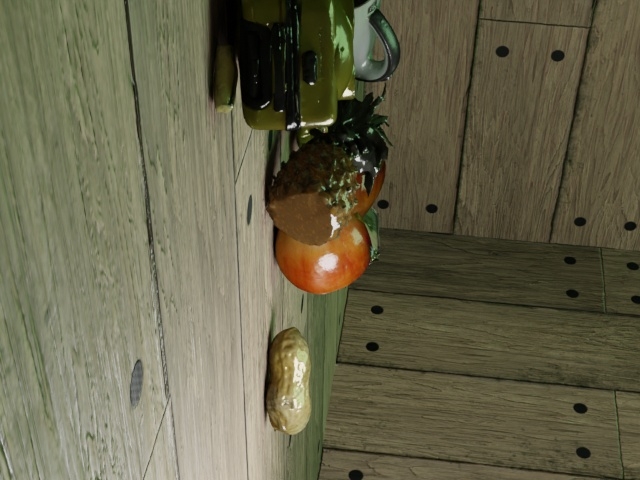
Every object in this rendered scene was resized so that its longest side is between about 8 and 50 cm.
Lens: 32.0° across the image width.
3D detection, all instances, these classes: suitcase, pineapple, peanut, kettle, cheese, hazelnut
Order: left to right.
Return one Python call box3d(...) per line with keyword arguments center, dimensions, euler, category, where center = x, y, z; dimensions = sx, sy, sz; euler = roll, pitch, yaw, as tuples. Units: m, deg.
box3d(center=(-0.114, -0.195, 1.347), dimensions=(0.044, 0.030, 0.083), euler=(154, -63, -76), category="cheese")
box3d(center=(-0.058, 0.269, 2.110), dimensions=(0.099, 0.099, 0.214), euler=(-55, 151, -80), category="peanut")
box3d(center=(-0.033, -0.258, 1.395), dimensions=(0.235, 0.143, 0.194), euler=(-100, -171, -57), category="suitcase")
box3d(center=(0.039, -0.153, 1.967), dimensions=(0.166, 0.165, 0.364), euler=(90, 24, -46), category="pineapple")
box3d(center=(0.053, -0.130, 2.387), dimensions=(0.210, 0.186, 0.210), euler=(53, 8, -11), category="hazelnut")
box3d(center=(0.047, -0.379, 1.974), dimensions=(0.161, 0.221, 0.236), euler=(-51, 163, -23), category="kettle")

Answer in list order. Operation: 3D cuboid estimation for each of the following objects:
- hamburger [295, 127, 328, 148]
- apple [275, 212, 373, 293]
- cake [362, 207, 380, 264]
box3d(center=(0.009, -0.219, 2.189), dimensions=(0.214, 0.125, 0.235), euler=(-17, 109, -74), category="hamburger")
box3d(center=(0.000, 0.000, 2.062), dimensions=(0.199, 0.199, 0.199), euler=(5, 90, -85), category="apple")
box3d(center=(-0.004, -0.059, 2.608), dimensions=(0.283, 0.172, 0.158), euler=(45, 33, -39), category="cake")
